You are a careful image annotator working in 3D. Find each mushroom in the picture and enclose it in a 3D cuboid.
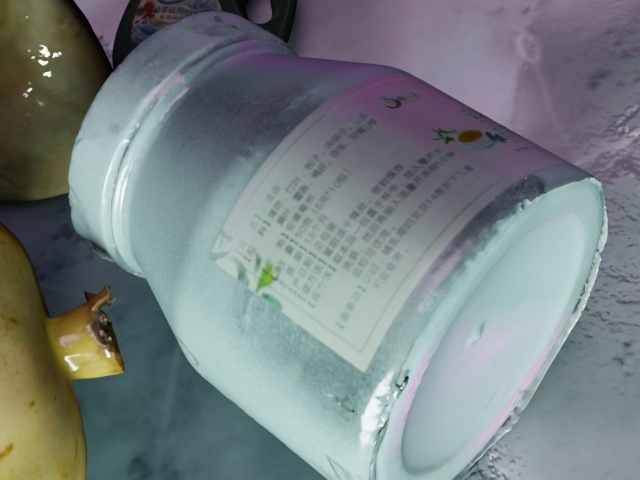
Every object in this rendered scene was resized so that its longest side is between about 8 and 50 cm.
[{"bbox_3d":[-0.307,-0.178,0.968,0.212,0.217,0.292,-31,58,-2],"label":"mushroom"}]

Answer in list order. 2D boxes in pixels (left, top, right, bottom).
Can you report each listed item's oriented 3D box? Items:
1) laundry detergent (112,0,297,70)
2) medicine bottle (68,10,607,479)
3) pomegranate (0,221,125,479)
[{"bbox_3d":[-0.086,-0.211,1.023,0.144,0.078,0.221,7,59,15],"label":"laundry detergent"},{"bbox_3d":[0.000,0.000,0.781,0.290,0.245,0.245,33,71,28],"label":"medicine bottle"},{"bbox_3d":[-0.280,0.099,0.757,0.319,0.319,0.319,-6,59,9],"label":"pomegranate"}]
